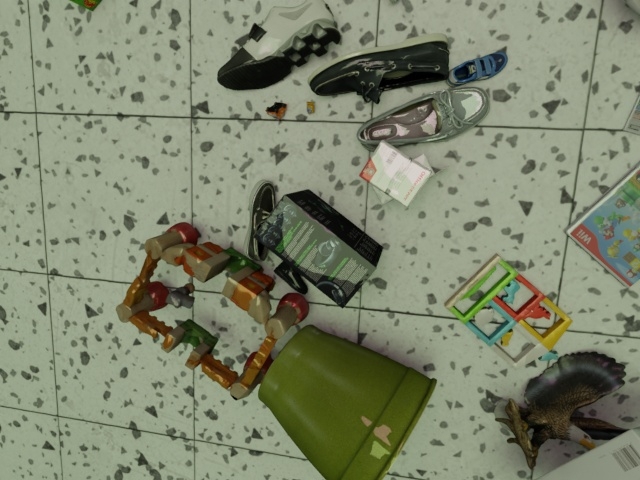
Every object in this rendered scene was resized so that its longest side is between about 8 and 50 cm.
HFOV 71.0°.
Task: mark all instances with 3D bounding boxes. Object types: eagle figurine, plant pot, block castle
[{"bbox_3d":[0.611,0.438,1.118,0.299,0.225,0.226,-22,141,-14],"label":"eagle figurine"},{"bbox_3d":[0.046,0.406,1.147,0.353,0.366,0.366,33,105,17],"label":"plant pot"},{"bbox_3d":[-0.285,0.176,1.223,0.454,0.213,0.302,32,109,7],"label":"block castle"}]

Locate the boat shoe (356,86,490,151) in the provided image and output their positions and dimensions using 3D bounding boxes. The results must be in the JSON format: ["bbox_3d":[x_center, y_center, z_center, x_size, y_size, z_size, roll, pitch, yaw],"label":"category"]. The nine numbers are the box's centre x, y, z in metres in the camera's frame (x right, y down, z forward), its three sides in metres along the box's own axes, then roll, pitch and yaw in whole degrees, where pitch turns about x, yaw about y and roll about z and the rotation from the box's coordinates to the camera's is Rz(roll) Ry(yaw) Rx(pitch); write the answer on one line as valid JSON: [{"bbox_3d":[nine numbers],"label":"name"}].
[{"bbox_3d":[0.244,-0.288,1.079,0.321,0.103,0.118,-11,98,14],"label":"boat shoe"}]

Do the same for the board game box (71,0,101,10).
[{"bbox_3d":[-0.631,-0.664,1.150,0.092,0.181,0.043,-38,91,15],"label":"board game box"}]

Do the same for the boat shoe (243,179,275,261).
[{"bbox_3d":[-0.148,-0.053,1.197,0.070,0.078,0.219,11,93,50],"label":"boat shoe"}]

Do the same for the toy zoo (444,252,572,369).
[{"bbox_3d":[0.495,0.199,1.154,0.293,0.030,0.192,41,105,2],"label":"toy zoo"}]

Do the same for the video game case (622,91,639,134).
[{"bbox_3d":[0.758,-0.297,1.019,0.087,0.011,0.121,20,104,8],"label":"video game case"}]

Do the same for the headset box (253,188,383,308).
[{"bbox_3d":[0.000,0.000,1.108,0.283,0.246,0.131,38,105,2],"label":"headset box"}]

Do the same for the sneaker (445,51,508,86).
[{"bbox_3d":[0.369,-0.402,1.056,0.144,0.059,0.053,-19,93,13],"label":"sneaker"}]

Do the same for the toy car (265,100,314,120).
[{"bbox_3d":[-0.078,-0.331,1.165,0.122,0.060,0.040,7,133,17],"label":"toy car"}]

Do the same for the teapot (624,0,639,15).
[{"bbox_3d":[0.719,-0.576,0.894,0.256,0.187,0.252,38,133,-14],"label":"teapot"}]

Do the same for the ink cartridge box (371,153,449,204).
[{"bbox_3d":[0.221,-0.159,1.107,0.180,0.104,0.060,-30,90,14],"label":"ink cartridge box"}]

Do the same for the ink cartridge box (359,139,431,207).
[{"bbox_3d":[0.174,-0.153,1.035,0.135,0.056,0.099,35,103,8],"label":"ink cartridge box"}]

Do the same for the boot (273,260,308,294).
[{"bbox_3d":[-0.061,0.078,1.241,0.121,0.045,0.099,39,102,3],"label":"boot"}]

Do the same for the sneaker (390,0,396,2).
[{"bbox_3d":[0.102,-0.645,1.054,0.229,0.087,0.092,29,107,7],"label":"sneaker"}]

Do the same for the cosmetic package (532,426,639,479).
[{"bbox_3d":[0.641,0.523,1.005,0.377,0.285,0.097,-58,43,36],"label":"cosmetic package"}]

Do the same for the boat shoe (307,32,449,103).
[{"bbox_3d":[0.141,-0.385,1.072,0.340,0.127,0.112,-12,86,4],"label":"boat shoe"}]

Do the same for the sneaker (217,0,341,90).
[{"bbox_3d":[-0.119,-0.494,1.123,0.331,0.122,0.146,-21,77,15],"label":"sneaker"}]

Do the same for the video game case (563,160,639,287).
[{"bbox_3d":[0.761,-0.055,1.056,0.204,0.025,0.285,43,106,2],"label":"video game case"}]
